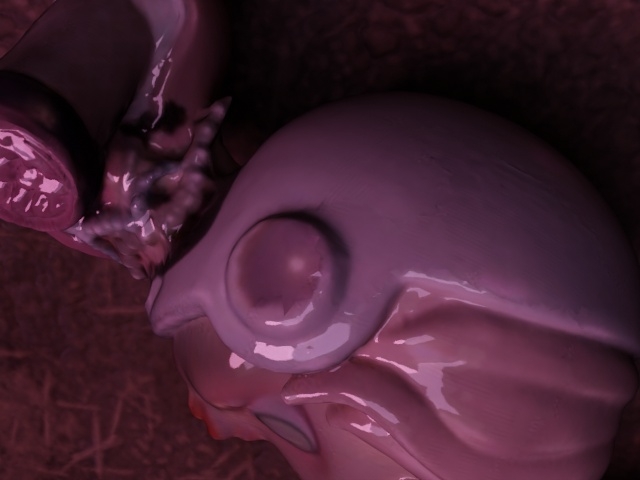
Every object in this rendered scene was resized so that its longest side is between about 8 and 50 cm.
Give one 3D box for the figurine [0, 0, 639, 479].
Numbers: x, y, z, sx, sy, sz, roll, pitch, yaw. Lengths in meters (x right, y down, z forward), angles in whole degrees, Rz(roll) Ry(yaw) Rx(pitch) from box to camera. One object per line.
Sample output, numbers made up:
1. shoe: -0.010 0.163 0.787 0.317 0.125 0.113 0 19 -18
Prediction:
1. figurine: -0.002 0.001 0.703 0.361 0.253 0.211 37 101 4
